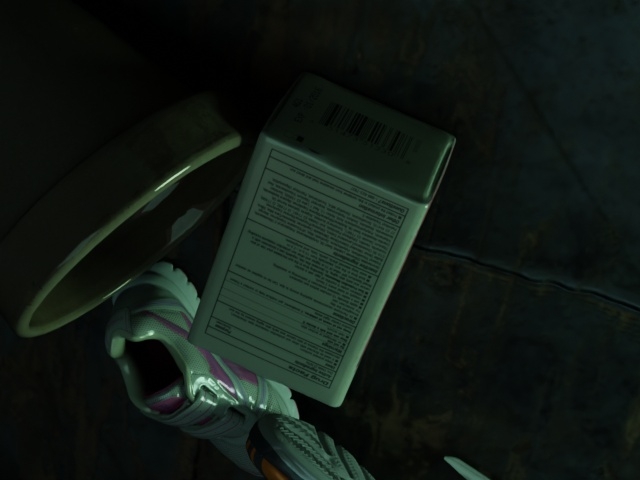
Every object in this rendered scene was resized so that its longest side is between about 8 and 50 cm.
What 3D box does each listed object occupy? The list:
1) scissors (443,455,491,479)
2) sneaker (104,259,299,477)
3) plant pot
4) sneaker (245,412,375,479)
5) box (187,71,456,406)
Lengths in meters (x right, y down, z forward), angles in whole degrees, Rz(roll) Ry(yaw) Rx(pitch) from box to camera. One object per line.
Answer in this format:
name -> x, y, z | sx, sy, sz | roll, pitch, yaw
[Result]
scissors -> 0.239, 0.305, 1.412 | 0.297, 0.021, 0.109 | 23, 126, 1
sneaker -> -0.122, 0.143, 1.375 | 0.103, 0.111, 0.252 | -35, 105, 32
plant pot -> -0.216, -0.085, 1.206 | 0.229, 0.263, 0.263 | 50, 123, 5
sneaker -> 0.002, 0.314, 1.381 | 0.180, 0.124, 0.321 | -40, 113, 8
box -> 0.000, 0.000, 1.239 | 0.148, 0.127, 0.232 | 24, 125, 2
